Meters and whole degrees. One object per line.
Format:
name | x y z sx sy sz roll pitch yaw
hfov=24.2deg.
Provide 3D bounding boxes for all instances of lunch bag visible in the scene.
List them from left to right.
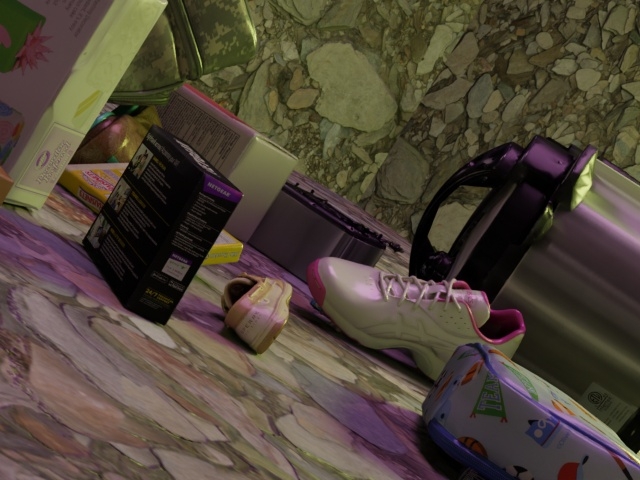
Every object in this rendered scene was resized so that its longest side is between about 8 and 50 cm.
lunch bag | -0.261 -0.281 1.862 0.305 0.256 0.212 24 -46 58
lunch bag | 0.223 0.209 1.486 0.243 0.115 0.303 34 4 -1

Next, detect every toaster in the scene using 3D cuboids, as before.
toaster | 0.000 0.000 2.189 0.186 0.110 0.168 33 5 20

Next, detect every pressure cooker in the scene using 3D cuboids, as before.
pressure cooker | 0.328 0.061 2.068 0.420 0.370 0.375 33 4 5

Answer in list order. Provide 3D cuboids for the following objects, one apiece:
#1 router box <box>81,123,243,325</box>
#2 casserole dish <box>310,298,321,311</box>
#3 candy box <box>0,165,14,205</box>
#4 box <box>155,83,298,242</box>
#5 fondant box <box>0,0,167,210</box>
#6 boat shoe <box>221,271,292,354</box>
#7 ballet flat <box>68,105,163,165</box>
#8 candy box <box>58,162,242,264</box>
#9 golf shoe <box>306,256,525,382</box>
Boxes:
router box | -0.144 -0.018 1.321 0.046 0.133 0.179 29 6 -27
casserole dish | 0.054 0.098 1.983 0.114 0.037 0.188 34 4 15
candy box | -0.332 -0.078 1.231 0.109 0.053 0.187 29 7 -32
box | -0.174 -0.123 2.108 0.232 0.148 0.127 36 5 32
fondant box | -0.346 -0.214 1.411 0.330 0.238 0.096 34 4 19
boat shoe | -0.067 0.058 1.451 0.059 0.063 0.170 37 5 -9
ballet flat | -0.239 -0.107 1.884 0.124 0.116 0.342 52 2 -8
candy box | -0.187 -0.030 1.626 0.105 0.027 0.206 -7 33 -44
golf shoe | 0.123 0.081 1.854 0.306 0.140 0.115 28 36 -30
